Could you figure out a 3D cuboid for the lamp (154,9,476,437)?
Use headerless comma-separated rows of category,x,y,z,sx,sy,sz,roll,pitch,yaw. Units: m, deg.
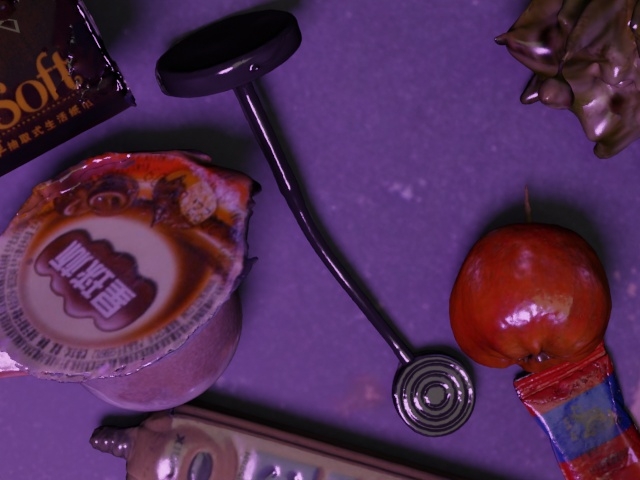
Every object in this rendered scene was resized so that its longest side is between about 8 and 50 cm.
lamp,0.005,-0.001,0.986,0.130,0.108,0.371,-26,95,-8

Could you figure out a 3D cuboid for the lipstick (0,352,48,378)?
lipstick,-0.274,0.084,0.992,0.145,0.045,0.045,-4,92,-7

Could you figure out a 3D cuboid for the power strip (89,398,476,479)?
power strip,0.009,0.204,1.021,0.387,0.066,0.092,17,89,-7

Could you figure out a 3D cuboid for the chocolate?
chocolate,-0.126,0.042,0.955,0.221,0.147,0.221,-9,56,13

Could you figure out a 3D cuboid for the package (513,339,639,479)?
package,0.234,0.184,1.067,0.083,0.022,0.200,-27,97,-4

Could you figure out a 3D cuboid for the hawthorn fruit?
hawthorn fruit,0.160,0.039,1.000,0.125,0.125,0.140,-4,105,-6

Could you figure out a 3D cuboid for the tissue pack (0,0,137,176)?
tissue pack,-0.332,-0.105,0.878,0.370,0.198,0.210,-31,108,-11

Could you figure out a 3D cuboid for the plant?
plant,0.285,-0.217,0.985,0.251,0.180,0.333,21,87,-18
